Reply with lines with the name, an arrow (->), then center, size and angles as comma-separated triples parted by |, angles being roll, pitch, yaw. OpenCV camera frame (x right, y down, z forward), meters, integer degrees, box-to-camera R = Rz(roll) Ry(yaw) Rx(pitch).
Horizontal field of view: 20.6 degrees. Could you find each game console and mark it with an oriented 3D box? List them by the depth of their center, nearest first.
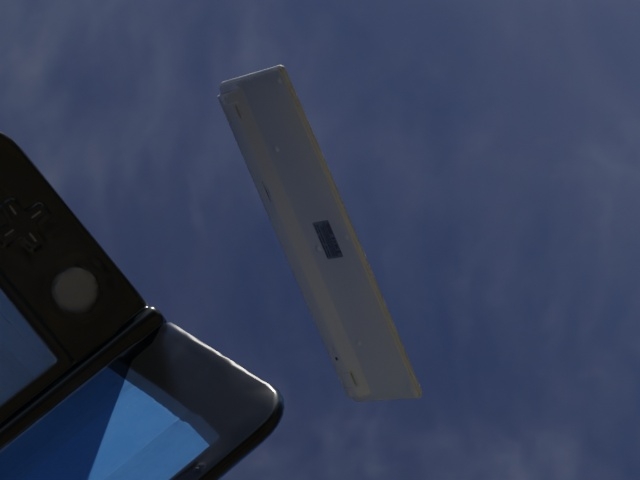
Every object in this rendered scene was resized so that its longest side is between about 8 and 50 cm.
game console -> -0.213, 0.094, 0.964 | 0.293, 0.173, 0.250 | -39, -90, -18

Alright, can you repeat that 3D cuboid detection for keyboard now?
keyboard -> 0.000, 0.000, 1.248 | 0.014, 0.072, 0.256 | -35, -74, -44
